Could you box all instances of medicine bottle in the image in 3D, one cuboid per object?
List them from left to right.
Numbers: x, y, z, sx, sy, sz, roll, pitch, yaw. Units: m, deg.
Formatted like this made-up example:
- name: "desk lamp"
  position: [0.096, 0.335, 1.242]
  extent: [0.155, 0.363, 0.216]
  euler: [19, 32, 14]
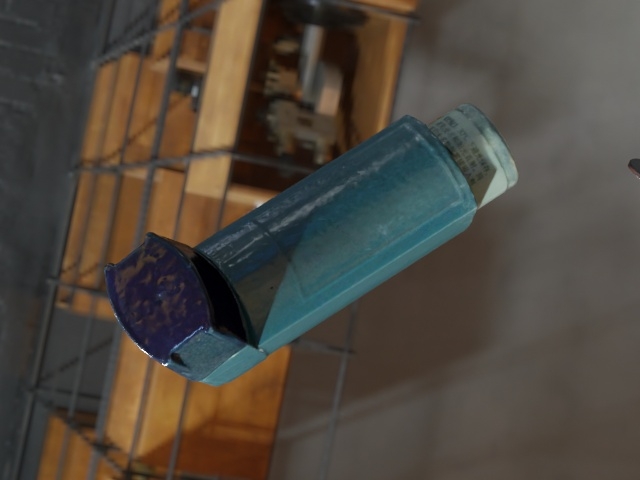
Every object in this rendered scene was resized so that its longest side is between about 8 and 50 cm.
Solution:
- name: "medicine bottle"
  position: [0.000, 0.000, 0.814]
  extent: [0.079, 0.258, 0.124]
  euler: [55, 169, 23]

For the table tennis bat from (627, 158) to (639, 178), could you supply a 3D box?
- name: "table tennis bat"
  position: [0.276, -0.041, 1.038]
  extent: [0.083, 0.007, 0.050]
  euler: [32, -154, 18]
